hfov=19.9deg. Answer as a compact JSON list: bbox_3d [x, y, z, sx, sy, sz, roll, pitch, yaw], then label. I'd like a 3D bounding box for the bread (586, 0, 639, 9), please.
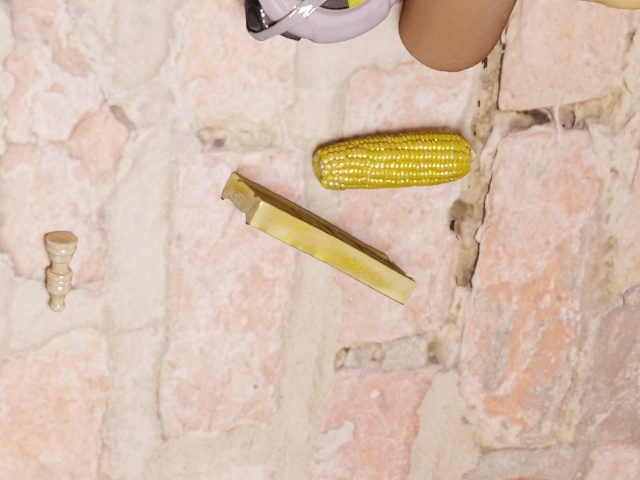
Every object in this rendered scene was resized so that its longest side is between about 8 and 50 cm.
[{"bbox_3d":[0.294,-0.404,1.995,0.315,0.270,0.211,41,76,-29],"label":"bread"}]

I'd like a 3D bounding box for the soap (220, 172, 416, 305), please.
[{"bbox_3d":[0.001,-0.001,2.123,0.252,0.092,0.037,27,100,-35],"label":"soap"}]

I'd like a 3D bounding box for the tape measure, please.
[{"bbox_3d":[0.001,-0.309,1.958,0.236,0.120,0.197,-20,115,-13],"label":"tape measure"}]

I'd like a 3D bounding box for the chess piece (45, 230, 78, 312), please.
[{"bbox_3d":[-0.289,0.038,2.024,0.035,0.035,0.092,-5,119,-26],"label":"chess piece"}]

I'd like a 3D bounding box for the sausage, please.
[{"bbox_3d":[0.157,-0.276,1.997,0.123,0.123,0.253,-25,162,-16],"label":"sausage"}]

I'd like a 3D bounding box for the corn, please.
[{"bbox_3d":[0.088,-0.092,2.142,0.206,0.067,0.067,-7,116,-23],"label":"corn"}]
